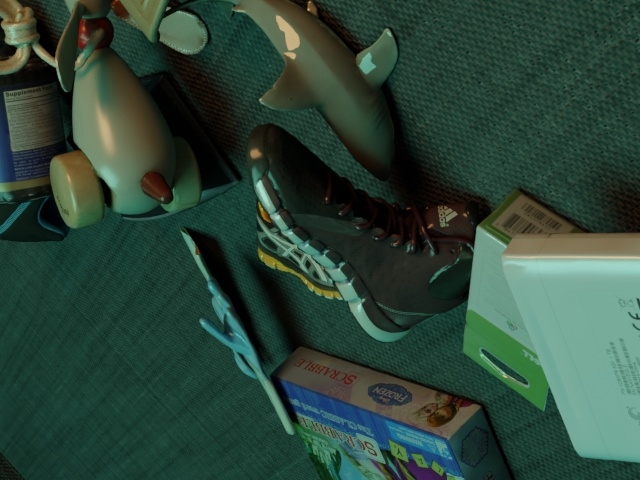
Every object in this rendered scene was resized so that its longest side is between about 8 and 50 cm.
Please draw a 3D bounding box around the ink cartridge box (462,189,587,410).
[{"bbox_3d":[0.200,0.059,1.445,0.109,0.062,0.209,35,150,24],"label":"ink cartridge box"}]

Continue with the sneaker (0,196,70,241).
[{"bbox_3d":[-0.412,-0.132,2.060,0.139,0.125,0.341,10,139,11],"label":"sneaker"}]

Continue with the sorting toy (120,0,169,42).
[{"bbox_3d":[-0.204,-0.370,1.463,0.307,0.041,0.229,54,143,23],"label":"sorting toy"}]

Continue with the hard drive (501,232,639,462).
[{"bbox_3d":[0.339,0.094,1.216,0.353,0.047,0.233,0,128,38],"label":"hard drive"}]

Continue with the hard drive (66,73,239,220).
[{"bbox_3d":[-0.212,-0.102,1.839,0.172,0.054,0.254,55,152,-13],"label":"hard drive"}]

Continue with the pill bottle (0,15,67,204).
[{"bbox_3d":[-0.381,-0.161,1.879,0.123,0.123,0.219,9,110,51],"label":"pill bottle"}]

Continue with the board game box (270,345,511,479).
[{"bbox_3d":[0.113,0.299,1.870,0.318,0.066,0.318,13,137,49],"label":"board game box"}]

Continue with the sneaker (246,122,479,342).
[{"bbox_3d":[0.062,-0.029,1.459,0.162,0.106,0.281,-21,129,25],"label":"sneaker"}]

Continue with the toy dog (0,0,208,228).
[{"bbox_3d":[-0.213,-0.156,1.605,0.161,0.220,0.334,17,140,59],"label":"toy dog"}]

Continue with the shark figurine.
[{"bbox_3d":[-0.038,-0.170,1.446,0.278,0.116,0.166,41,150,10],"label":"shark figurine"}]

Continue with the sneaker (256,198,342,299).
[{"bbox_3d":[0.000,0.000,1.641,0.215,0.084,0.083,17,130,43],"label":"sneaker"}]

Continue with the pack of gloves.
[{"bbox_3d":[-0.121,0.121,1.928,0.195,0.046,0.232,48,164,57],"label":"pack of gloves"}]
